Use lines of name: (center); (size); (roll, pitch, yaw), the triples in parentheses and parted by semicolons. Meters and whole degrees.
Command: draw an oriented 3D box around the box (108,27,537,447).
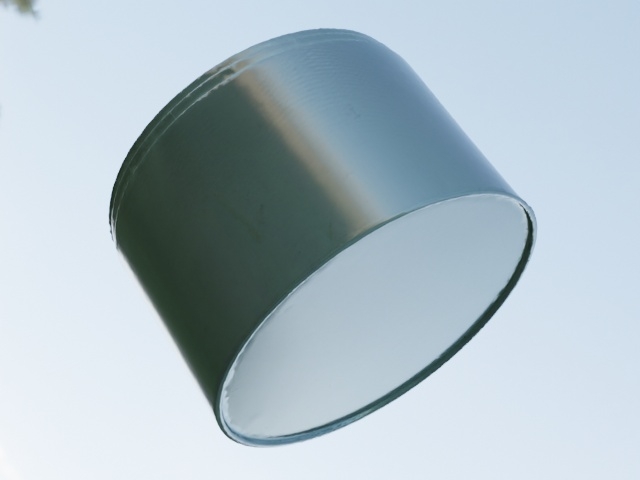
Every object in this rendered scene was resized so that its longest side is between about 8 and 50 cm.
box: (0.000, 0.000, 0.764); (0.149, 0.226, 0.226); (55, -35, 29)
